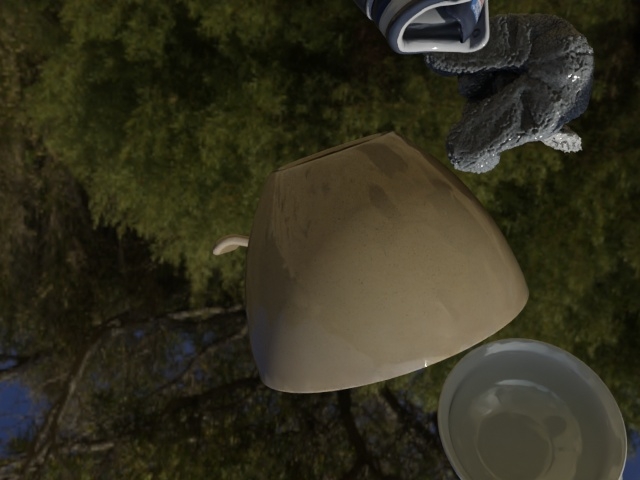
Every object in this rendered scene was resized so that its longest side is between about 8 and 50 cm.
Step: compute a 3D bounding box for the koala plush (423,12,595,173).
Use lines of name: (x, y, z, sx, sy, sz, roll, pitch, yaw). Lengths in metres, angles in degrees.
koala plush: (0.285, -0.197, 1.014, 0.203, 0.196, 0.221, -15, 171, 33)

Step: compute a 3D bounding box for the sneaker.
sneaker: (0.154, -0.277, 0.676, 0.099, 0.282, 0.153, 33, -151, -62)

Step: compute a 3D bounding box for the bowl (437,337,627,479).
bowl: (0.326, 0.321, 1.235, 0.297, 0.134, 0.298, 2, -124, -2)

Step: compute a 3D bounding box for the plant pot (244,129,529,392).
plant pot: (0.041, 0.001, 0.756, 0.284, 0.191, 0.284, -19, -170, 3)

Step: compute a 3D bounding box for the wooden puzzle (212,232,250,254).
wooden puzzle: (0.000, 0.000, 1.361, 0.347, 0.080, 0.322, 6, -178, -1)

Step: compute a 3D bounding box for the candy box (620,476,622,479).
candy box: (0.462, 0.470, 1.429, 0.196, 0.070, 0.165, -15, -156, 24)
